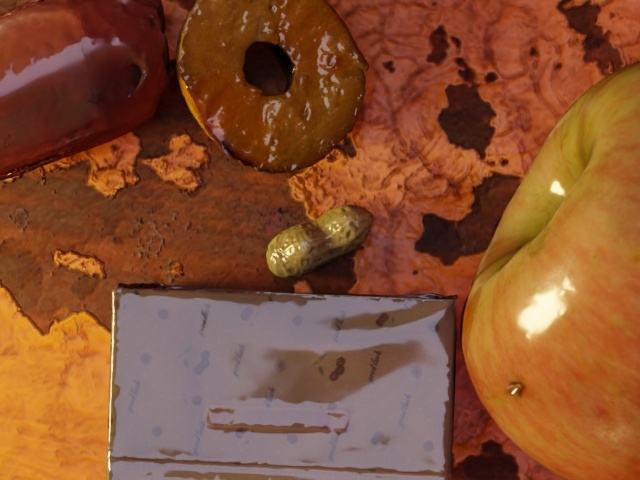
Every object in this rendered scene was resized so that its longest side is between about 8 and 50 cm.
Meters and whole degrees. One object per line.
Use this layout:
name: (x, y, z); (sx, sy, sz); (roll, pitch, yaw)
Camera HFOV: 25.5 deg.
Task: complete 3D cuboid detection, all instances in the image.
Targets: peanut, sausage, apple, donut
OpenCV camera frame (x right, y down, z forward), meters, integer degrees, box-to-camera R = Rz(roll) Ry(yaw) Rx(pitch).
peanut: (0.000, 0.000, 1.354); (0.113, 0.054, 0.054); (-27, 86, 6)
sausage: (-0.269, -0.147, 1.329); (0.280, 0.152, 0.152); (-23, 86, 2)
apple: (0.319, 0.038, 1.174); (0.347, 0.391, 0.391); (30, 90, -10)
donut: (-0.054, -0.159, 1.330); (0.190, 0.074, 0.174); (42, 82, -17)

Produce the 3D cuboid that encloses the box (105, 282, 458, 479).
box: (-0.026, 0.134, 1.264); (0.297, 0.225, 0.190); (3, 89, 3)
